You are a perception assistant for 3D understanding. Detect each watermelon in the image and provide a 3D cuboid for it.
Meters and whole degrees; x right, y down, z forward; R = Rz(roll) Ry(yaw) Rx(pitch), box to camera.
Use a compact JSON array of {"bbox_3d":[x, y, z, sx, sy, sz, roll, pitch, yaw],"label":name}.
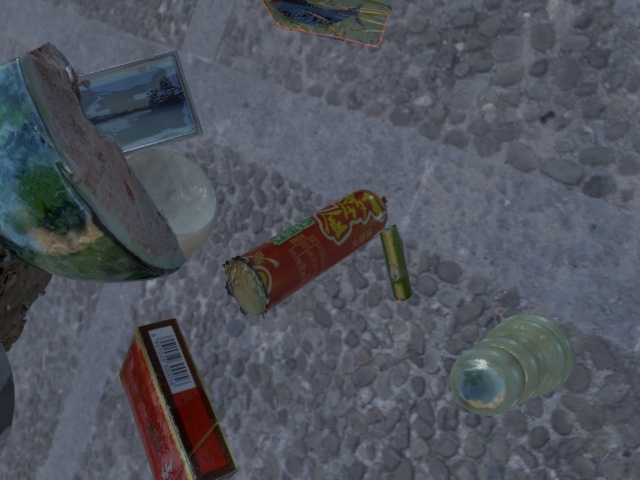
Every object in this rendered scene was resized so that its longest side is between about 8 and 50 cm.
[{"bbox_3d":[-0.276,-0.051,0.707,0.223,0.180,0.305,5,131,46],"label":"watermelon"}]

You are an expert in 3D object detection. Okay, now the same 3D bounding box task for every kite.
[{"bbox_3d":[0.023,-0.513,1.112,0.327,0.378,0.013,-25,24,22],"label":"kite"}]

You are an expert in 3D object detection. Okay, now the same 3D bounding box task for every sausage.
[{"bbox_3d":[0.000,0.000,0.788,0.083,0.264,0.083,27,133,33],"label":"sausage"}]

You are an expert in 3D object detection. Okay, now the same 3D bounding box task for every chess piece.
[{"bbox_3d":[0.369,0.255,1.249,0.182,0.330,0.183,3,95,35],"label":"chess piece"}]

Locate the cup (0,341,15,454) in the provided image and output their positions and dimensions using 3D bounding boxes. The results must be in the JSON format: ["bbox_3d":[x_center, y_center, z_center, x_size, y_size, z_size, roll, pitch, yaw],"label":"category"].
[{"bbox_3d":[-0.403,0.135,0.385,0.327,0.322,0.237,-159,82,-82],"label":"cup"}]

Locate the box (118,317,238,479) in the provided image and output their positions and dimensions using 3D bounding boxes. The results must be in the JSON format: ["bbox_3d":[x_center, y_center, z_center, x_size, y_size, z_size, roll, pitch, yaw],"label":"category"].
[{"bbox_3d":[-0.211,0.254,0.903,0.153,0.074,0.240,-54,55,41],"label":"box"}]

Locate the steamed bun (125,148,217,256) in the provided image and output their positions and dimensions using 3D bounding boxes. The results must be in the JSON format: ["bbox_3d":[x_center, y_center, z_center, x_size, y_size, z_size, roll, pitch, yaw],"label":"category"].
[{"bbox_3d":[-0.447,-0.088,1.731,0.206,0.324,0.325,-41,56,48],"label":"steamed bun"}]

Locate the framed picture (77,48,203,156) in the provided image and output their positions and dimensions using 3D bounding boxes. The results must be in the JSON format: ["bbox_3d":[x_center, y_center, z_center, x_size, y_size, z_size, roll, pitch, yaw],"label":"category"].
[{"bbox_3d":[-0.452,-0.316,1.519,0.016,0.288,0.213,-119,14,-70],"label":"framed picture"}]

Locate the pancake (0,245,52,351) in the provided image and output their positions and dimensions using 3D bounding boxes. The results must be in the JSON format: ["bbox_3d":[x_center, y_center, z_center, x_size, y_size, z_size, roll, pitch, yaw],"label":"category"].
[{"bbox_3d":[-0.471,0.084,0.905,0.382,0.071,0.382,-60,7,12],"label":"pancake"}]

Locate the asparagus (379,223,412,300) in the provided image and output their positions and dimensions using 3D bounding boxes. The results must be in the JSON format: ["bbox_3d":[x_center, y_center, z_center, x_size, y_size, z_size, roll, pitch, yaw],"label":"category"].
[{"bbox_3d":[0.142,0.038,1.198,0.041,0.045,0.179,15,135,38],"label":"asparagus"}]
